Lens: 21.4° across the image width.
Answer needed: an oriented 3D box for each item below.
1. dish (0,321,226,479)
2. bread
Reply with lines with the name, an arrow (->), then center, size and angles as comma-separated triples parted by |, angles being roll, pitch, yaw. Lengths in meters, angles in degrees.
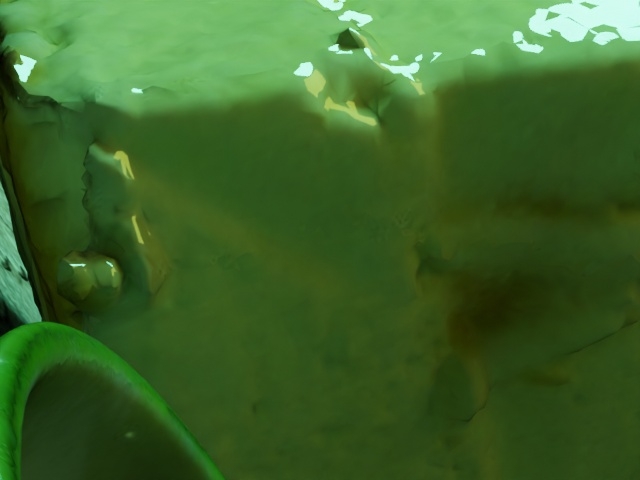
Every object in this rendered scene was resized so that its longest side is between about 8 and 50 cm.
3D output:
dish -> -0.046, 0.189, 0.386 | 0.324, 0.124, 0.324 | 64, 4, -7
bread -> 0.000, 0.000, 0.774 | 0.371, 0.279, 0.390 | -124, -163, -55
